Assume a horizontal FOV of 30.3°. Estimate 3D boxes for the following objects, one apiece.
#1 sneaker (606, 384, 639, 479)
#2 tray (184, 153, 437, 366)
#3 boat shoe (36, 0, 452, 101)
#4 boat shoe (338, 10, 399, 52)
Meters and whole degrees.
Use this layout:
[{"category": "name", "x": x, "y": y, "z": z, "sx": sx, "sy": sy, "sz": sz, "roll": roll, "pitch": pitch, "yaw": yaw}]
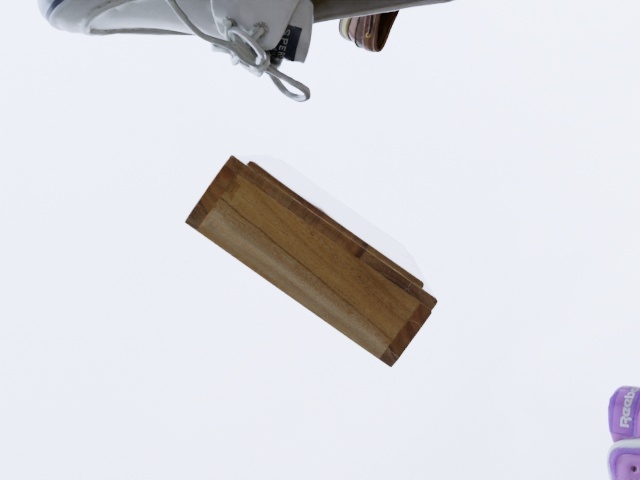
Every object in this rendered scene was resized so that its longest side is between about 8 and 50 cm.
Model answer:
[{"category": "sneaker", "x": 0.248, "y": 0.109, "z": 0.687, "sx": 0.102, "sy": 0.161, "sz": 0.282, "roll": -46, "pitch": -27, "yaw": -39}, {"category": "tray", "x": 0.000, "y": 0.000, "z": 1.130, "sx": 0.076, "sy": 0.202, "sz": 0.411, "roll": -54, "pitch": 1, "yaw": 4}, {"category": "boat shoe", "x": -0.042, "y": -0.192, "z": 0.977, "sx": 0.367, "sy": 0.157, "sz": 0.136, "roll": -14, "pitch": -5, "yaw": -9}, {"category": "boat shoe", "x": 0.085, "y": -0.303, "z": 1.382, "sx": 0.064, "sy": 0.060, "sz": 0.178, "roll": -5, "pitch": -52, "yaw": -51}]
